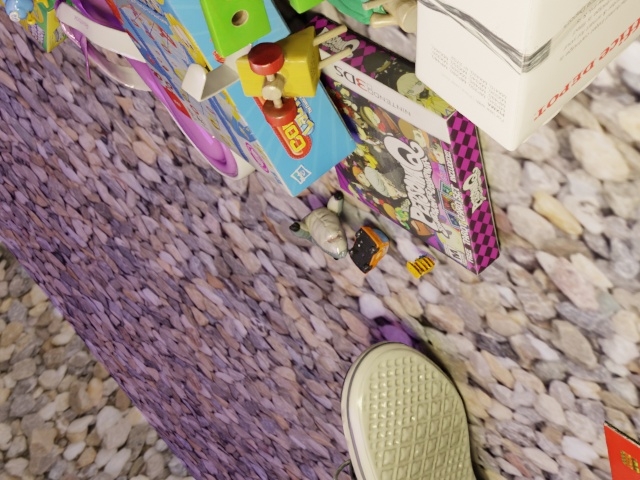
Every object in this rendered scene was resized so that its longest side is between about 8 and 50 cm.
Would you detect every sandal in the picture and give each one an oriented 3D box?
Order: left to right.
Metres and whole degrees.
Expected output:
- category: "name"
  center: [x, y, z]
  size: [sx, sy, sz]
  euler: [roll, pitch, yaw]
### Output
- category: "sandal"
  center: [-0.236, -0.228, 1.765]
  size: [0.416, 0.102, 0.169]
  euler: [47, 159, 6]

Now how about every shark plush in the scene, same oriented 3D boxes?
- category: "shark plush"
  center: [0.000, 0.000, 1.744]
  size: [0.067, 0.073, 0.161]
  euler: [54, 163, 1]

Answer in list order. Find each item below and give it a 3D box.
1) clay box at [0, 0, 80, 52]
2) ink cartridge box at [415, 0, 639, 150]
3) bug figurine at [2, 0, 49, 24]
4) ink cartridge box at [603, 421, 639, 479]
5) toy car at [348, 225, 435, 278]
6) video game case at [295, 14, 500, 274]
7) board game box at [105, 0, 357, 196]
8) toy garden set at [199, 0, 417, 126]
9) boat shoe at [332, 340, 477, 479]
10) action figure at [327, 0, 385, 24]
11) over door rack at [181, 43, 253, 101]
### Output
- category: "clay box"
  center: [-0.403, -0.348, 1.958]
  size: [0.222, 0.053, 0.127]
  euler: [46, 161, 7]
- category: "ink cartridge box"
  center: [0.151, -0.197, 0.934]
  size: [0.100, 0.172, 0.237]
  euler: [40, 159, 22]
- category: "bug figurine"
  center: [-0.420, -0.399, 1.778]
  size: [0.216, 0.072, 0.279]
  euler: [60, 171, 31]
- category: "ink cartridge box"
  center: [0.401, 0.348, 1.592]
  size: [0.239, 0.060, 0.275]
  euler: [30, 154, 37]
- category: "toy car"
  center: [0.085, 0.024, 1.662]
  size: [0.122, 0.040, 0.060]
  euler: [34, 135, 38]
- category: "video game case"
  center: [0.080, -0.094, 1.458]
  size: [0.210, 0.042, 0.232]
  euler: [35, 156, 35]
- category: "board game box"
  center: [-0.129, -0.226, 1.474]
  size: [0.308, 0.086, 0.302]
  euler: [38, 164, 54]
- category: "toy garden set"
  center: [0.018, -0.211, 1.090]
  size: [0.049, 0.244, 0.204]
  euler: [50, 165, 37]
- category: "boat shoe"
  center: [0.112, 0.301, 1.919]
  size: [0.156, 0.187, 0.500]
  euler: [24, 155, 37]
- category: "action figure"
  center: [-0.002, -0.260, 1.288]
  size: [0.232, 0.063, 0.137]
  euler: [42, 158, 26]
- category: "over door rack"
  center: [-0.087, -0.314, 1.142]
  size: [0.239, 0.108, 0.324]
  euler: [40, 119, 19]
